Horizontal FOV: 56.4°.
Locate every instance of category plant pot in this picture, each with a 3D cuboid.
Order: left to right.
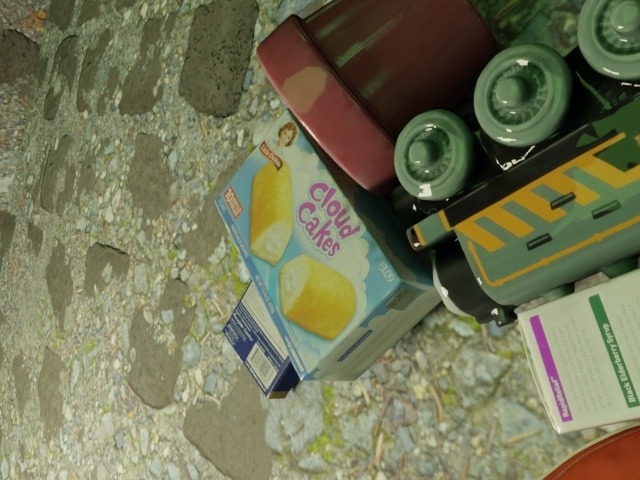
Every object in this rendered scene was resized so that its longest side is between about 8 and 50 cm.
[{"bbox_3d":[0.067,-0.177,0.600,0.180,0.201,0.201,-40,54,15],"label":"plant pot"}]

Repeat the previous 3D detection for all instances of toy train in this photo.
[{"bbox_3d":[0.203,-0.059,0.465,0.334,0.142,0.190,-33,68,38],"label":"toy train"}]

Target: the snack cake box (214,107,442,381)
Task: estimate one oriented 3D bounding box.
[{"bbox_3d":[0.000,0.000,0.646,0.152,0.089,0.264,-49,51,24],"label":"snack cake box"}]

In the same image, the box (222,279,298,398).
[{"bbox_3d":[-0.036,0.069,0.753,0.136,0.037,0.225,46,114,42],"label":"box"}]

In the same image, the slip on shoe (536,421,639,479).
[{"bbox_3d":[0.253,0.170,0.381,0.331,0.101,0.123,-37,58,37],"label":"slip on shoe"}]

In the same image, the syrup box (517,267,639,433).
[{"bbox_3d":[0.266,0.056,0.395,0.237,0.093,0.096,-30,62,39],"label":"syrup box"}]
